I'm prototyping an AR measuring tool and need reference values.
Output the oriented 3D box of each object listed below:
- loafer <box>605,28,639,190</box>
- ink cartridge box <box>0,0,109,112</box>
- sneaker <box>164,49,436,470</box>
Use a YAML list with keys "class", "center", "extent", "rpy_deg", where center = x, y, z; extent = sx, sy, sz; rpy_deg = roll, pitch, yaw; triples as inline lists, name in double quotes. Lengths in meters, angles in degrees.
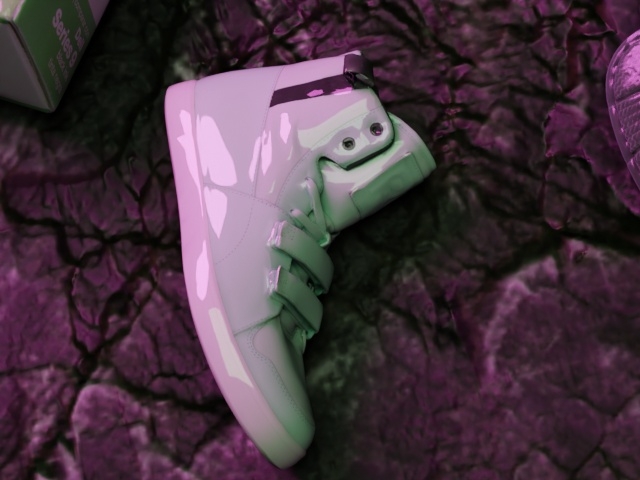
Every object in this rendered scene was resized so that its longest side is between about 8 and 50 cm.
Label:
- class: "loafer"
  center: [0.268, -0.016, 1.021]
  extent: [0.096, 0.084, 0.267]
  rpy_deg: [-47, 63, 24]
- class: "ink cartridge box"
  center: [-0.215, -0.254, 1.127]
  extent: [0.211, 0.121, 0.289]
  rpy_deg: [17, 68, 15]
- class: "sneaker"
  center: [0.000, -0.001, 1.029]
  extent: [0.151, 0.094, 0.256]
  rpy_deg: [-16, 66, 9]
